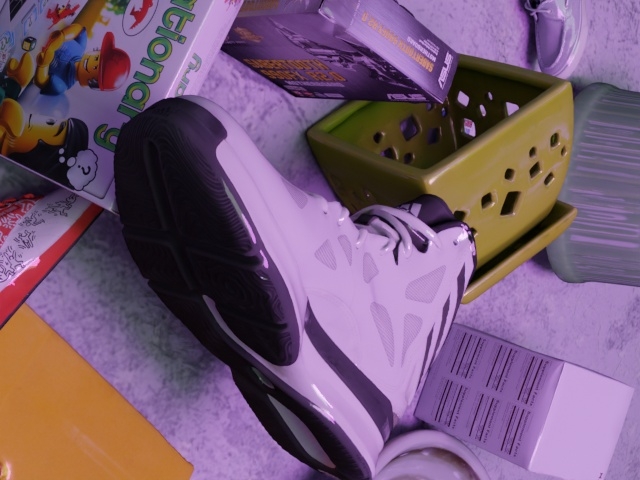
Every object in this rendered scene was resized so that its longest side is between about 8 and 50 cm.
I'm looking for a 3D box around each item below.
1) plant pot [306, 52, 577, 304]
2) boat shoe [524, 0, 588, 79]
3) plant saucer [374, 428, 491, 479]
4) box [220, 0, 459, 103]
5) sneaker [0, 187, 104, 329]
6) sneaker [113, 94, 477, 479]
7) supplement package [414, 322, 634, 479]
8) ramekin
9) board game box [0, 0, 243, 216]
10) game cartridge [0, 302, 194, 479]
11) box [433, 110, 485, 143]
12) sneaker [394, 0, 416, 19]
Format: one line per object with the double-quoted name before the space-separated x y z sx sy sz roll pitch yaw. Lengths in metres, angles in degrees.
"plant pot" 0.154 -0.070 1.094 0.228 0.227 0.207 -34 125 -20
"boat shoe" 0.316 -0.336 1.277 0.081 0.079 0.228 3 93 -34
"plant saucer" 0.108 0.454 1.239 0.400 0.100 0.401 8 78 -46
"box" -0.006 -0.201 0.925 0.183 0.231 0.056 26 81 -42
"sneaker" -0.304 -0.004 0.812 0.145 0.090 0.270 41 50 -11
"sneaker" -0.001 0.000 0.844 0.257 0.169 0.448 -52 137 -27
"supplement package" 0.284 0.226 1.301 0.194 0.203 0.149 22 86 -42
"ramekin" 0.456 -0.074 1.363 0.303 0.148 0.304 -21 116 -51
"board game box" -0.177 -0.193 0.797 0.305 0.193 0.053 -65 162 -2
"game cartridge" -0.272 0.260 0.883 0.324 0.052 0.285 56 45 -36
"box" 0.208 -0.132 1.262 0.136 0.028 0.081 9 96 -44
"sneaker" 0.047 -0.257 1.057 0.234 0.106 0.078 43 112 -13
